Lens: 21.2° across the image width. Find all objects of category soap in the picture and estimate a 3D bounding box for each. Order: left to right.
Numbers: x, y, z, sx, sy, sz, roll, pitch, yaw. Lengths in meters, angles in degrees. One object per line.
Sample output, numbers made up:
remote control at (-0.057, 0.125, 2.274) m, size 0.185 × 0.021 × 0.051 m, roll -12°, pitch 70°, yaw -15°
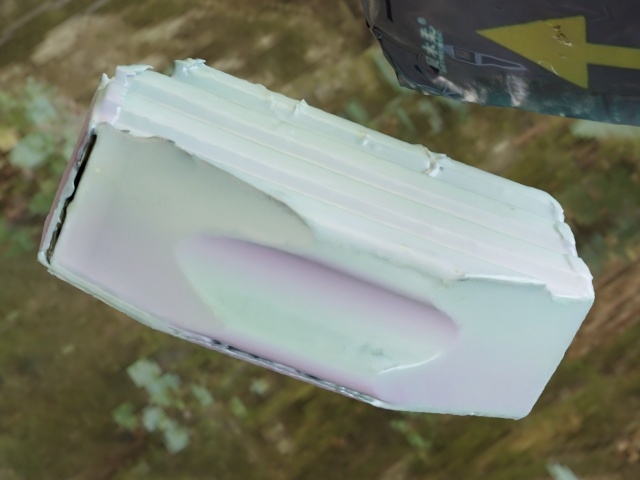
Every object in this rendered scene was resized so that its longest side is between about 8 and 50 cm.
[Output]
soap at (0.000, 0.000, 1.442) m, size 0.446 × 0.156 × 0.261 m, roll 20°, pitch 24°, yaw -13°

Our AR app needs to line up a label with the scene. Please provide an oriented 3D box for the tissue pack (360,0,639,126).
tissue pack at (0.133, -0.272, 0.719) m, size 0.253 × 0.264 × 0.416 m, roll 9°, pitch -36°, yaw 21°
